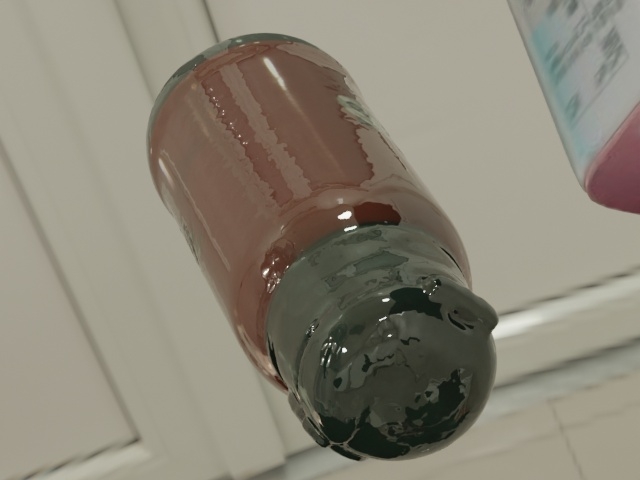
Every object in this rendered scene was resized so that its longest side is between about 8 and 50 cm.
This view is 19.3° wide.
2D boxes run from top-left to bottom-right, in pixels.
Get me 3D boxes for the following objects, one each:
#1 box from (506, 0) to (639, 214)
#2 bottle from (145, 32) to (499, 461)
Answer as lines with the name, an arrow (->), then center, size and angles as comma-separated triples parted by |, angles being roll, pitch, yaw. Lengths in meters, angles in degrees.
box -> 0.155, -0.173, 0.834 | 0.190, 0.112, 0.369 | 8, 48, -29
bottle -> 0.000, 0.000, 1.060 | 0.144, 0.144, 0.336 | -23, 29, -5
